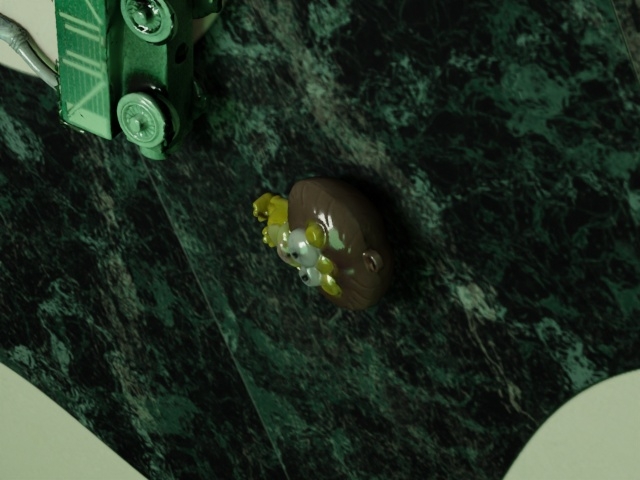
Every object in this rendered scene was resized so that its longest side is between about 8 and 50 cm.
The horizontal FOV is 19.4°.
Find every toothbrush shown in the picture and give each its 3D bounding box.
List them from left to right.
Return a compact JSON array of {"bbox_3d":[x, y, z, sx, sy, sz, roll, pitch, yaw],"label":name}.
[{"bbox_3d":[-0.375,-0.248,2.063,0.413,0.035,0.042,35,119,16],"label":"toothbrush"}]

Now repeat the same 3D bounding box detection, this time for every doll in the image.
[{"bbox_3d":[0.002,0.008,1.874,0.188,0.096,0.145,-19,100,60],"label":"doll"}]

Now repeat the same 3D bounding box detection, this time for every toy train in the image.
[{"bbox_3d":[-0.187,-0.200,1.858,0.154,0.115,0.269,24,137,21],"label":"toy train"}]
